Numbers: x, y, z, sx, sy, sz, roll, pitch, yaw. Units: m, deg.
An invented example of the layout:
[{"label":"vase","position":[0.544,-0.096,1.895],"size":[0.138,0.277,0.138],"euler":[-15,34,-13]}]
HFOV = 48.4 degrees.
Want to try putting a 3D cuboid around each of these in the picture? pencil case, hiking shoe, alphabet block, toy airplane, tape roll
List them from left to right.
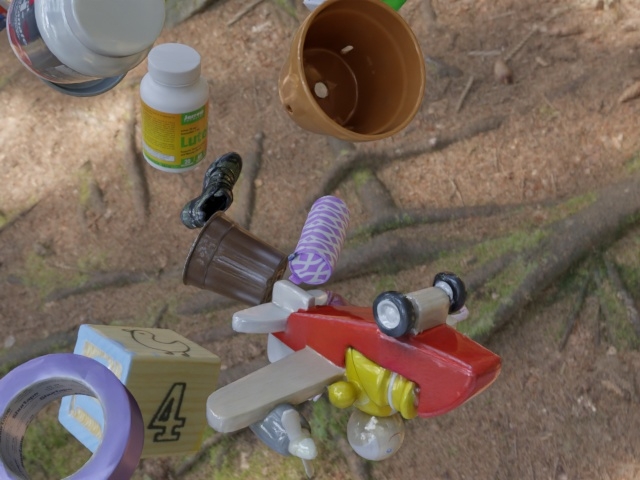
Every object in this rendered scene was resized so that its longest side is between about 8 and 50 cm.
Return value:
[{"label":"tape roll","position":[-0.319,0.240,0.875],"size":[0.189,0.080,0.189],"euler":[1,62,-1]},{"label":"alphabet block","position":[-0.329,0.273,1.301],"size":[0.192,0.197,0.193],"euler":[19,95,43]},{"label":"hiking shoe","position":[-0.238,-0.118,1.726],"size":[0.114,0.086,0.226],"euler":[8,62,45]},{"label":"pencil case","position":[0.000,0.000,1.347],"size":[0.088,0.086,0.206],"euler":[-44,14,36]},{"label":"toy airplane","position":[0.046,0.192,1.061],"size":[0.386,0.384,0.272],"euler":[-9,96,1]}]

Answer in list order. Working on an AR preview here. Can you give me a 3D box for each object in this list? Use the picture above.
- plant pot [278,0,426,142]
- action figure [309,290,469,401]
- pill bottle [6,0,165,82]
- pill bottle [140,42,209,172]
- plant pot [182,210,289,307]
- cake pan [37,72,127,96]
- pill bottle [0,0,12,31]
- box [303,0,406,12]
[{"label":"plant pot","position":[0.042,-0.336,1.479],"size":[0.291,0.291,0.203],"euler":[-55,21,-19]},{"label":"action figure","position":[0.091,0.184,1.395],"size":[0.275,0.370,0.248],"euler":[-60,12,8]},{"label":"pill bottle","position":[-0.354,-0.333,1.079],"size":[0.176,0.176,0.318],"euler":[-52,32,-17]},{"label":"pill bottle","position":[-0.298,-0.271,1.458],"size":[0.136,0.245,0.136],"euler":[6,47,-6]},{"label":"plant pot","position":[-0.162,0.050,1.416],"size":[0.165,0.167,0.167],"euler":[26,67,7]},{"label":"cake pan","position":[-0.608,-0.507,1.777],"size":[0.054,0.293,0.293],"euler":[18,64,49]},{"label":"pill bottle","position":[-0.648,-0.372,1.243],"size":[0.221,0.124,0.124],"euler":[-43,50,4]},{"label":"box","position":[0.121,-0.629,1.743],"size":[0.262,0.127,0.231],"euler":[-48,31,1]}]
